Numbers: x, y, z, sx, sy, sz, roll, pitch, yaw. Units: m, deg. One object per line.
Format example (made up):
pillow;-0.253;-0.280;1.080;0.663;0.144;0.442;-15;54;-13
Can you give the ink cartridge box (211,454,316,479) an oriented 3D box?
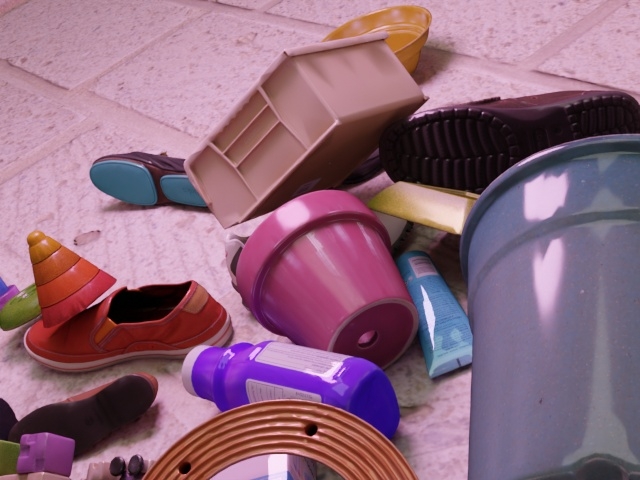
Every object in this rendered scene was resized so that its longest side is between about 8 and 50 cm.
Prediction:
ink cartridge box;-0.060;0.261;1.269;0.090;0.092;0.143;-17;32;11

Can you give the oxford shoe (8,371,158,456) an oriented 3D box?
oxford shoe;-0.305;0.232;1.520;0.212;0.076;0.076;-22;1;6

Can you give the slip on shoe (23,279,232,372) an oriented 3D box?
slip on shoe;-0.283;0.112;1.640;0.331;0.101;0.123;-7;36;27

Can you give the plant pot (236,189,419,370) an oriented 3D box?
plant pot;0.022;0.067;1.439;0.201;0.201;0.180;-30;47;-11

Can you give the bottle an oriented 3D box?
bottle;-0.044;0.176;1.366;0.283;0.118;0.092;7;42;41

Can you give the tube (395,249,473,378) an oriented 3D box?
tube;0.144;0.089;1.449;0.080;0.052;0.207;-26;36;4

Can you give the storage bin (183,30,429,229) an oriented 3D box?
storage bin;-0.020;-0.153;1.636;0.260;0.123;0.262;-42;-10;34

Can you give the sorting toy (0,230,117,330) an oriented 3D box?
sorting toy;-0.441;0.051;1.727;0.127;0.126;0.366;-41;19;-32

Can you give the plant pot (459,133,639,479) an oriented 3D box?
plant pot;0.274;0.139;1.040;0.341;0.341;0.334;-8;41;24

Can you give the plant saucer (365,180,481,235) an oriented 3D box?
plant saucer;0.186;-0.038;1.506;0.188;0.045;0.188;6;9;-41

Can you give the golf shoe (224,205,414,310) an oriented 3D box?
golf shoe;0.000;0.000;1.610;0.273;0.120;0.105;-26;29;-7

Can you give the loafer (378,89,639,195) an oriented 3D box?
loafer;0.266;-0.139;1.651;0.366;0.133;0.130;-5;13;5

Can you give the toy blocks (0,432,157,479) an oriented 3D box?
toy blocks;-0.365;0.353;1.261;0.289;0.309;0.260;-14;63;37

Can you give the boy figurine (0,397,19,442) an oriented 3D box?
boy figurine;-0.547;0.262;1.566;0.285;0.092;0.177;-3;36;31

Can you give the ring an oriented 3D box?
ring;-0.049;0.316;1.131;0.337;0.032;0.336;-8;61;14

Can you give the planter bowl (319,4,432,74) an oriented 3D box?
planter bowl;0.107;-0.328;2.069;0.217;0.090;0.217;-17;32;11

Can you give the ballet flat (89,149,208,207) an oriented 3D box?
ballet flat;-0.260;-0.106;1.982;0.281;0.095;0.096;11;34;29

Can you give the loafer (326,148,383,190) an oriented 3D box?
loafer;0.033;-0.121;1.827;0.170;0.061;0.062;-25;30;-4
